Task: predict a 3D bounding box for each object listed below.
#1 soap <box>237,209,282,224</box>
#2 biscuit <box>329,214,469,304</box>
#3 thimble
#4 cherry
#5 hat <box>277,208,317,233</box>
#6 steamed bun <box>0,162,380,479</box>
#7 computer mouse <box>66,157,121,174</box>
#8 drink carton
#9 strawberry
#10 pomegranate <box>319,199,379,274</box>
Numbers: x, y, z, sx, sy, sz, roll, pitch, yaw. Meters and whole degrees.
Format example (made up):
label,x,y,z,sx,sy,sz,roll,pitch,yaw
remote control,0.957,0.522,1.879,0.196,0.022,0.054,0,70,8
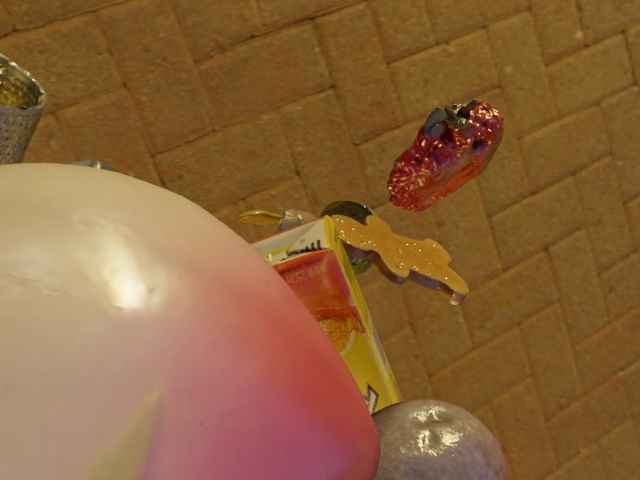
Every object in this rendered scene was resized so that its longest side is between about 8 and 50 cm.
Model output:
label,x,y,z,sx,sy,sz,roll,pitch,yaw
soap,-0.069,-0.026,0.955,0.034,0.089,0.012,-11,85,14
biscuit,0.108,0.022,1.265,0.240,0.158,0.035,20,116,-22
thimble,-0.672,-0.260,1.608,0.270,0.271,0.150,18,116,-32
cherry,0.095,0.269,0.853,0.266,0.183,0.213,-19,111,-25
hat,0.000,0.000,1.755,0.085,0.175,0.147,-67,168,11
steamed bun,-0.111,0.108,0.456,0.309,0.309,0.310,-4,98,-31
computer mouse,-0.277,0.019,0.917,0.121,0.371,0.188,3,84,-20
drink carton,0.004,0.161,1.070,0.154,0.111,0.351,-19,113,7
strawberry,0.108,-0.066,0.733,0.103,0.152,0.048,-26,65,-23
pomegranate,0.055,0.013,1.597,0.122,0.143,0.169,53,31,-50
